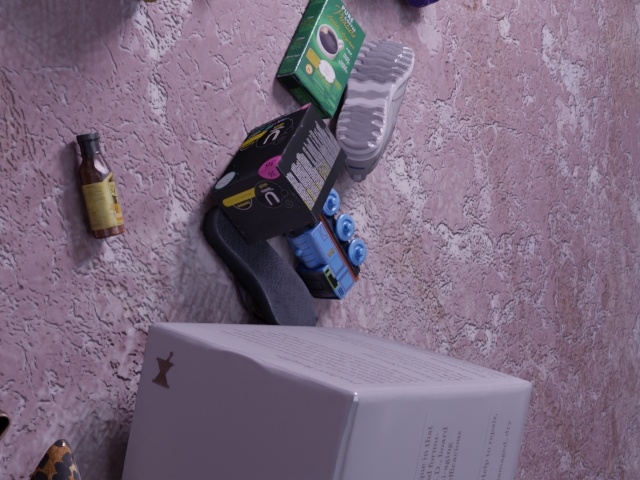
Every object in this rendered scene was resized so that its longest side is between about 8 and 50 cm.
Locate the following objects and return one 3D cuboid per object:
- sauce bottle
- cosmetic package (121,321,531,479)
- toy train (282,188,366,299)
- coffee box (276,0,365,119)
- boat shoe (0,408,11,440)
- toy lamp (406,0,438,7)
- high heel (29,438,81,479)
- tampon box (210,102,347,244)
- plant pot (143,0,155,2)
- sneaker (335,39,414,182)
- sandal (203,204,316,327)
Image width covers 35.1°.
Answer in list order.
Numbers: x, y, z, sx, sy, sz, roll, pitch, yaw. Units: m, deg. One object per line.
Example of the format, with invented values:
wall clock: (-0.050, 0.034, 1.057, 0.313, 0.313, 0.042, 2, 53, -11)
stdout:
sauce bottle: (-0.270, -0.067, 1.227, 0.042, 0.042, 0.128, -22, 105, -50)
cosmetic package: (0.005, 0.294, 1.259, 0.394, 0.329, 0.327, 8, 94, -50)
toy train: (0.000, 0.000, 1.528, 0.105, 0.080, 0.184, -50, 124, -34)
coffee box: (0.004, -0.293, 1.590, 0.113, 0.040, 0.184, 45, 54, -39)
boat shoe: (-0.392, 0.227, 1.025, 0.183, 0.066, 0.066, -50, 123, -41)
toy lamp: (0.232, -0.510, 1.864, 0.274, 0.080, 0.080, -52, 125, -40)
high heel: (-0.339, 0.340, 1.054, 0.186, 0.093, 0.261, 14, 85, -56)
tampon box: (-0.055, -0.093, 1.407, 0.101, 0.120, 0.161, 54, 36, -23)
plant pot: (-0.192, -0.462, 1.250, 0.212, 0.212, 0.187, 42, 43, -40)
sneaker: (0.080, -0.219, 1.659, 0.115, 0.105, 0.281, 92, 17, -53)
sandal: (-0.086, 0.056, 1.444, 0.254, 0.054, 0.097, 57, 39, -17)
